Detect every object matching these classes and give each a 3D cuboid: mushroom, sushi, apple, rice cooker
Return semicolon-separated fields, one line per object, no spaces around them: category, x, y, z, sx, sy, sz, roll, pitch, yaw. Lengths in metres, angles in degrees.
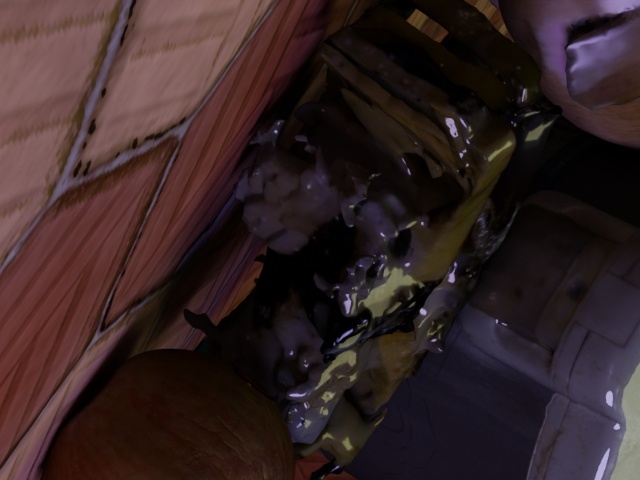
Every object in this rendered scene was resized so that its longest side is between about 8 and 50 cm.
mushroom;0.161;-0.164;0.871;0.255;0.184;0.255;-32;126;-57
sushi;0.005;-0.003;0.815;0.131;0.139;0.291;-36;161;-33
apple;-0.072;0.114;0.790;0.126;0.102;0.126;-56;175;-8
rice cooker;0.147;0.057;0.982;0.288;0.277;0.288;-30;134;-37

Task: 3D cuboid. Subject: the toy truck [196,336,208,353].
toy truck;-0.079;0.144;1.141;0.147;0.079;0.065;-61;176;38

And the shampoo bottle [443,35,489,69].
shampoo bottle;0.124;-0.141;1.507;0.057;0.063;0.208;-49;-178;32
